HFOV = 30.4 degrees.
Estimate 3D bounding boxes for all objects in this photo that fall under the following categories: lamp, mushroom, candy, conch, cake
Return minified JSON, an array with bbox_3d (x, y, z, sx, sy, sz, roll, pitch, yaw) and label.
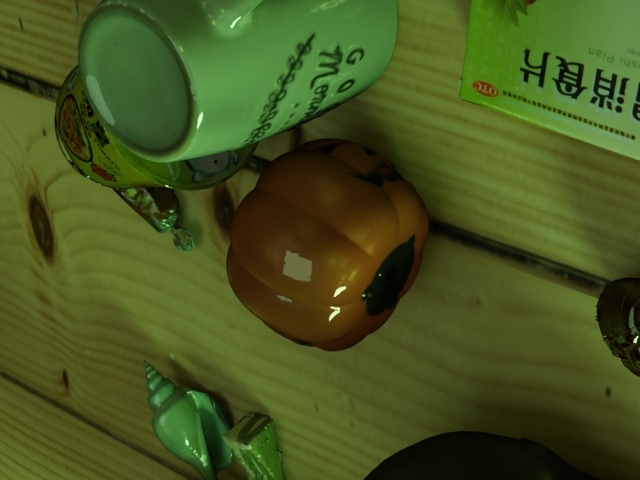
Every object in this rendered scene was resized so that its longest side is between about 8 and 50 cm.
[{"bbox_3d":[0.000,0.000,1.055,0.164,0.188,0.187,31,132,26],"label":"lamp"},{"bbox_3d":[0.277,0.074,0.926,0.126,0.085,0.109,18,126,39],"label":"mushroom"},{"bbox_3d":[-0.199,-0.060,1.294,0.182,0.046,0.053,52,139,1],"label":"candy"},{"bbox_3d":[-0.158,0.214,1.423,0.180,0.088,0.065,57,-179,-11],"label":"conch"},{"bbox_3d":[-0.063,0.262,1.385,0.051,0.055,0.140,8,137,37],"label":"cake"}]

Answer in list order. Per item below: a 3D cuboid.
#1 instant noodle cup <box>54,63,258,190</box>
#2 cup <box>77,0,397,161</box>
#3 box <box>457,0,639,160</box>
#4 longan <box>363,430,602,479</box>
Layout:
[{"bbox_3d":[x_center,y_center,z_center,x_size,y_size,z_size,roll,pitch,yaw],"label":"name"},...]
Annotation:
[{"bbox_3d":[-0.166,-0.128,1.142,0.144,0.182,0.182,-12,107,55],"label":"instant noodle cup"},{"bbox_3d":[-0.055,-0.186,0.957,0.186,0.234,0.258,51,135,4],"label":"cup"},{"bbox_3d":[0.231,-0.153,0.846,0.261,0.062,0.175,24,128,29],"label":"box"},{"bbox_3d":[0.167,0.327,1.038,0.350,0.288,0.288,34,133,15],"label":"longan"}]
